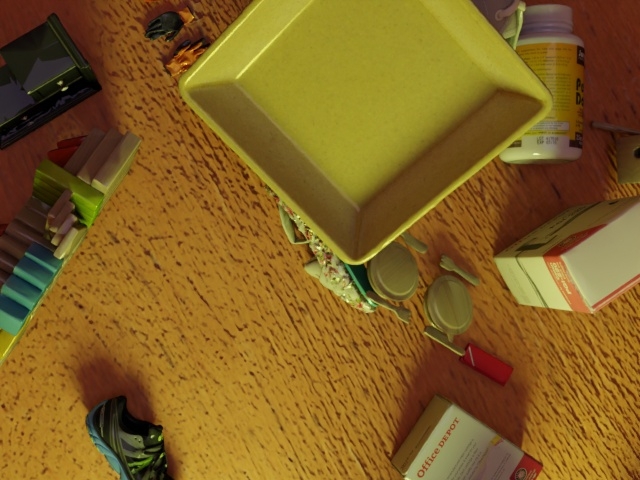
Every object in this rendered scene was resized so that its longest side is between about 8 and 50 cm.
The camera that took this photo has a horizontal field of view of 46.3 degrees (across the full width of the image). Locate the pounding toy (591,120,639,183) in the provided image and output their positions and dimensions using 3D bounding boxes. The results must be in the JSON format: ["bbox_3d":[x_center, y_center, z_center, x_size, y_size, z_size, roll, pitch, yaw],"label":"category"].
[{"bbox_3d":[0.503,-0.138,1.115,0.130,0.141,0.100,-4,92,-26],"label":"pounding toy"}]

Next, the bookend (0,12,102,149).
[{"bbox_3d":[-0.361,-0.190,0.918,0.156,0.157,0.072,-34,97,-9],"label":"bookend"}]

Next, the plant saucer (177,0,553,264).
[{"bbox_3d":[0.052,-0.188,0.926,0.332,0.081,0.333,-40,101,22],"label":"plant saucer"}]

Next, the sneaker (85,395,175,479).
[{"bbox_3d":[-0.233,0.288,0.999,0.078,0.067,0.188,-38,95,-2],"label":"sneaker"}]

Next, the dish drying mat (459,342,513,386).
[{"bbox_3d":[0.250,0.186,1.123,0.083,0.008,0.032,31,84,-10],"label":"dish drying mat"}]

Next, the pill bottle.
[{"bbox_3d":[0.316,-0.220,1.071,0.117,0.117,0.215,0,92,-11],"label":"pill bottle"}]

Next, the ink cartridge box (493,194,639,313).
[{"bbox_3d":[0.360,0.018,1.034,0.158,0.218,0.092,-32,92,-9],"label":"ink cartridge box"}]

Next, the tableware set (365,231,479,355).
[{"bbox_3d":[0.138,0.070,1.069,0.194,0.039,0.128,32,60,-23],"label":"tableware set"}]

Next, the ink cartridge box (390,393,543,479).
[{"bbox_3d":[0.211,0.324,1.085,0.175,0.072,0.127,36,85,-10],"label":"ink cartridge box"}]

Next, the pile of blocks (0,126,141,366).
[{"bbox_3d":[-0.365,-0.001,0.926,0.112,0.149,0.362,32,86,-10],"label":"pile of blocks"}]

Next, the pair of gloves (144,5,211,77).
[{"bbox_3d":[-0.194,-0.273,1.023,0.074,0.010,0.083,-32,96,-9],"label":"pair of gloves"}]

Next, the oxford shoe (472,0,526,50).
[{"bbox_3d":[0.196,-0.336,0.947,0.169,0.130,0.449,-37,133,-43],"label":"oxford shoe"}]

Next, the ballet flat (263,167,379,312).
[{"bbox_3d":[0.000,0.000,1.043,0.077,0.091,0.241,-26,92,21],"label":"ballet flat"}]
